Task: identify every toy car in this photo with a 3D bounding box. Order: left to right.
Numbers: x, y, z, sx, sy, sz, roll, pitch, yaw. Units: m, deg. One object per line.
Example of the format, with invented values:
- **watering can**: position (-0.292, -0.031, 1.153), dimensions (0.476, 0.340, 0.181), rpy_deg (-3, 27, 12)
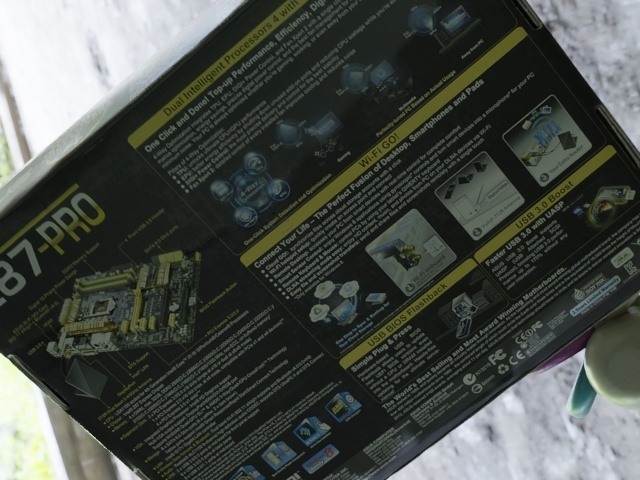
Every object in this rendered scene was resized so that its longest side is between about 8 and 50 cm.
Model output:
- **toy car**: position (0.215, 0.065, 0.949), dimensions (0.182, 0.136, 0.159), rpy_deg (66, -162, 1)

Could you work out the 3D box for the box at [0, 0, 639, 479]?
- **box**: position (0.000, 0.000, 0.761), dimensions (0.318, 0.395, 0.097), rpy_deg (46, -169, -23)
